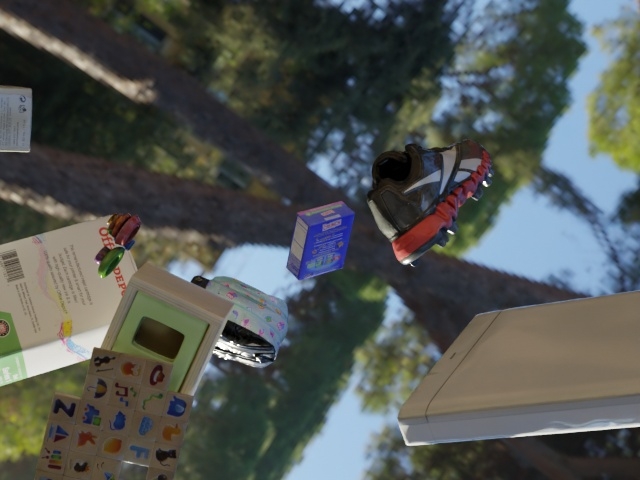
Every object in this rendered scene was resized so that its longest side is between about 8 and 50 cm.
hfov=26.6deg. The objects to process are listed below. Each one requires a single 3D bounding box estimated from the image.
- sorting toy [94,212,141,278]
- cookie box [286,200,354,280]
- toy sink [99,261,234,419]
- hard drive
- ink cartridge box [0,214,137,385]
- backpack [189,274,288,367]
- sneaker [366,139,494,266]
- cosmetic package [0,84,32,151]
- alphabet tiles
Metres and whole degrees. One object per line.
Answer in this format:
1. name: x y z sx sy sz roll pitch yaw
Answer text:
1. sorting toy: -0.284 0.000 1.849 0.102 0.042 0.061 -56 174 16
2. cookie box: 0.000 0.000 2.115 0.040 0.092 0.107 43 -46 37
3. toy sink: -0.249 0.176 2.024 0.131 0.153 0.234 -67 -177 -80
4. hard drive: 0.276 0.115 1.326 0.353 0.047 0.233 -10 -162 33
5. ink cartridge box: -0.440 0.098 2.236 0.117 0.278 0.201 100 -31 -58
6. backpack: -0.144 0.132 2.236 0.152 0.182 0.115 120 -9 -64
7. sneaker: 0.142 -0.083 1.797 0.097 0.135 0.276 -38 -173 38
8. cosmetic package: -0.650 -0.207 2.229 0.160 0.309 0.113 12 -80 52
9. alphabet tiles: -0.298 0.279 1.964 0.009 0.198 0.237 -111 -145 -79
